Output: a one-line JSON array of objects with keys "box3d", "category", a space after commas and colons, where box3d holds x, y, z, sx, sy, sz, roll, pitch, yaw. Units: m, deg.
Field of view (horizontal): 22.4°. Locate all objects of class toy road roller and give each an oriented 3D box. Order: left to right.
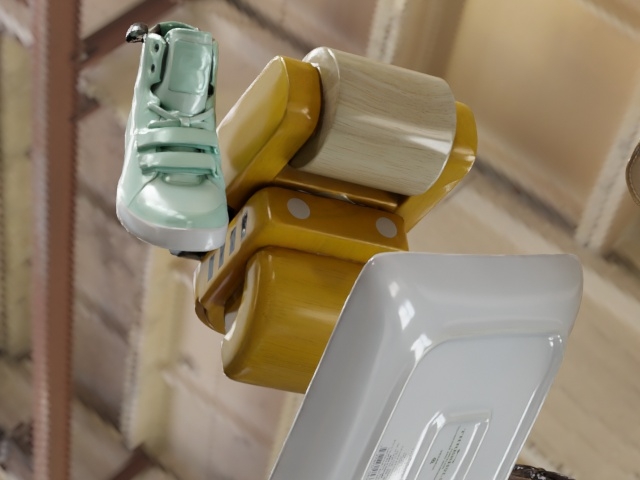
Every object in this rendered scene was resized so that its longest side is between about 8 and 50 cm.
[{"box3d": [0.000, 0.000, 1.537, 0.329, 0.202, 0.241, -49, -141, 45], "category": "toy road roller"}]

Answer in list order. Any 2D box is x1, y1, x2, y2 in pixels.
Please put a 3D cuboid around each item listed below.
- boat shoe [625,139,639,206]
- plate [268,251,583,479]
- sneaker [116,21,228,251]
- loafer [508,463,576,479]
[{"box3d": [0.197, -0.053, 0.844, 0.063, 0.059, 0.170, 63, -24, 9], "category": "boat shoe"}, {"box3d": [0.071, 0.139, 1.100, 0.045, 0.278, 0.277, 34, -72, 32], "category": "plate"}, {"box3d": [-0.129, -0.102, 1.422, 0.256, 0.094, 0.151, -112, -151, -56], "category": "sneaker"}, {"box3d": [0.170, 0.233, 1.464, 0.302, 0.095, 0.109, 5, -49, 35], "category": "loafer"}]
